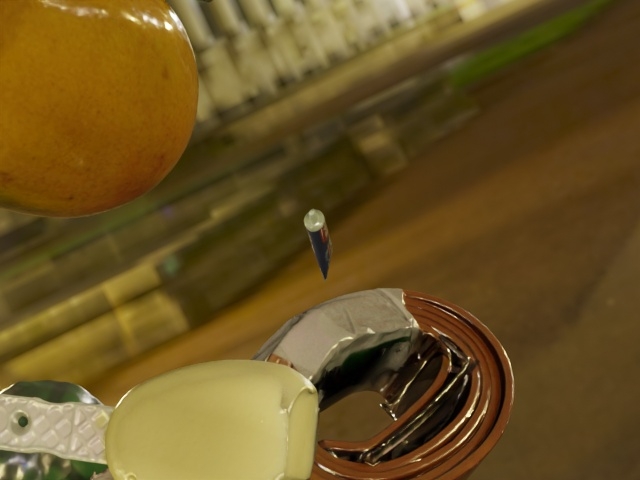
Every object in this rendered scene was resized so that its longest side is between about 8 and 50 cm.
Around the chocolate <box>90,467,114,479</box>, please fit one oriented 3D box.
[{"bbox_3d":[-0.081,0.269,1.905,0.303,0.100,0.185,-2,2,27],"label":"chocolate"}]

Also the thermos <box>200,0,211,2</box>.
[{"bbox_3d":[-0.234,-0.367,2.230,0.145,0.286,0.182,-59,-7,-12],"label":"thermos"}]

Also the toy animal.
[{"bbox_3d":[-0.316,0.333,2.246,0.216,0.338,0.191,-7,-1,-5],"label":"toy animal"}]

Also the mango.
[{"bbox_3d":[-0.323,-0.187,2.041,0.300,0.445,0.232,-51,46,8],"label":"mango"}]

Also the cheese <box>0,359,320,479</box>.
[{"bbox_3d":[-0.127,0.142,1.342,0.255,0.127,0.050,3,-7,21],"label":"cheese"}]

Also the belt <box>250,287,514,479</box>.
[{"bbox_3d":[0.032,0.136,1.466,0.261,0.184,0.105,-38,-16,-47],"label":"belt"}]

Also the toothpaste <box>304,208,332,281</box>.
[{"bbox_3d":[0.000,0.000,1.943,0.021,0.037,0.140,6,-23,10],"label":"toothpaste"}]
